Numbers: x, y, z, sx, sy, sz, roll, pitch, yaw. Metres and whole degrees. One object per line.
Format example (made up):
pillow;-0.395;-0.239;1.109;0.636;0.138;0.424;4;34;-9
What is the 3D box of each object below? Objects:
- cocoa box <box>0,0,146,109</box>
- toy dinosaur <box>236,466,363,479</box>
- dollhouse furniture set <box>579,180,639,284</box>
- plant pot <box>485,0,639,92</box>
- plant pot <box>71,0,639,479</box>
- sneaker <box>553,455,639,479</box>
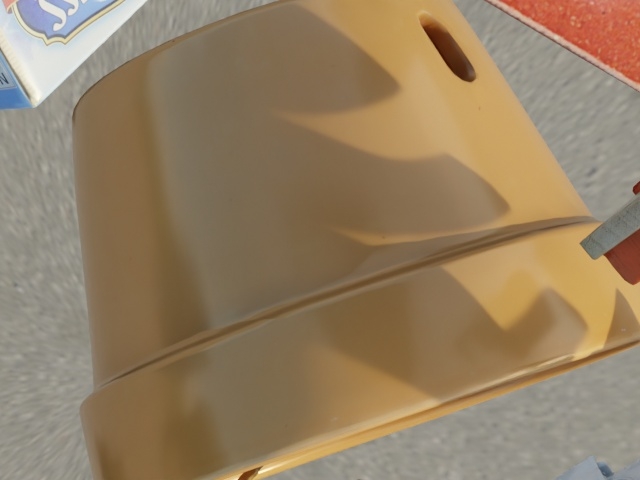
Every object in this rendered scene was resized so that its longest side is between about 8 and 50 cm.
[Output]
cocoa box;-0.227;-0.275;1.437;0.347;0.231;0.228;-50;123;-35
toy dinosaur;-0.026;0.165;0.982;0.211;0.112;0.064;-16;56;27
dollhouse furniture set;0.234;0.056;0.769;0.259;0.262;0.135;50;50;2
plant pot;0.011;-0.229;0.477;0.267;0.267;0.236;24;107;-35
plant pot;0.000;0.000;0.981;0.290;0.291;0.204;-18;84;-6
sneaker;0.128;0.200;1.186;0.210;0.137;0.366;30;104;-20
